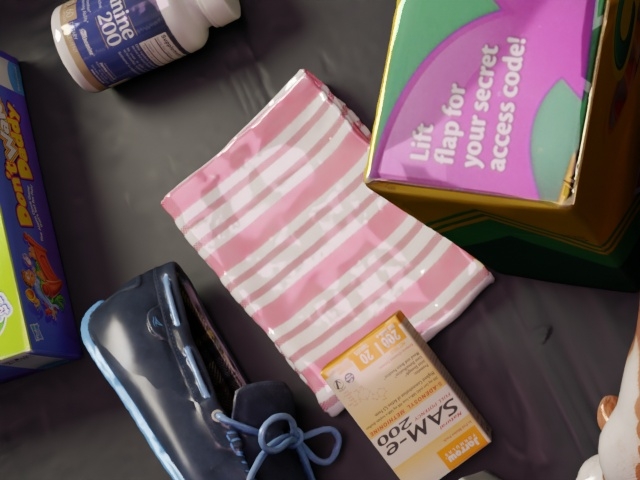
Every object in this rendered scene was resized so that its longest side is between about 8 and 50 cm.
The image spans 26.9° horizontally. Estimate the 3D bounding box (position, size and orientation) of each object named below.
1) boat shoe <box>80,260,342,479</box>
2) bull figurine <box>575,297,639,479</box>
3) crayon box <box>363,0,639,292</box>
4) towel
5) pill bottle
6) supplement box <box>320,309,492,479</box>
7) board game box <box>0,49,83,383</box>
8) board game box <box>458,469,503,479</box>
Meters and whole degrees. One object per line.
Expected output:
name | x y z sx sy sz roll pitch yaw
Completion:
boat shoe | -0.055 0.117 0.849 0.089 0.109 0.258 -42 74 3
bull figurine | 0.235 0.053 0.704 0.188 0.101 0.310 -2 123 3
crayon box | 0.141 -0.171 0.722 0.106 0.313 0.363 8 84 18
towel | 0.000 0.000 0.889 0.144 0.029 0.197 -42 73 8
pill bottle | -0.119 -0.154 0.929 0.120 0.067 0.067 -21 76 13
supplement box | 0.054 0.101 0.840 0.062 0.036 0.098 -38 88 8
board game box | -0.364 0.021 0.971 0.347 0.078 0.233 -19 77 13
board game box | 0.108 0.322 0.772 0.224 0.097 0.303 30 93 18
